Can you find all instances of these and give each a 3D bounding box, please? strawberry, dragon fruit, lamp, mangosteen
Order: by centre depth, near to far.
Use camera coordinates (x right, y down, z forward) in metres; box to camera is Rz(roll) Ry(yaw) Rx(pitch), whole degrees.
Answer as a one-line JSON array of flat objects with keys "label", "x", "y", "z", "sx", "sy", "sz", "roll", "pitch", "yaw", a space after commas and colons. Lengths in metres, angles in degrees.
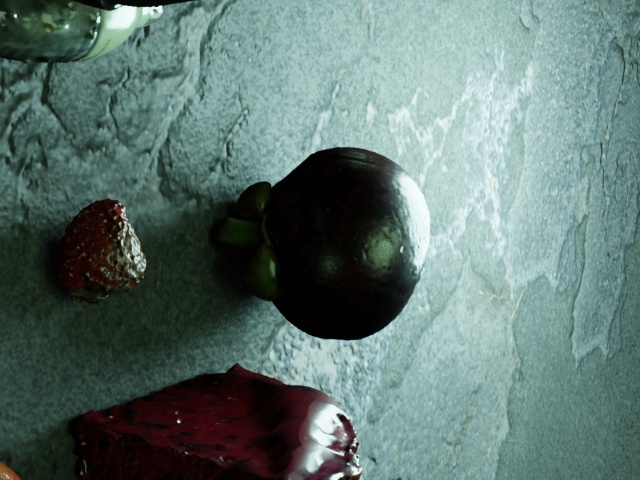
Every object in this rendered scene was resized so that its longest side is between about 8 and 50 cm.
[{"label": "lamp", "x": -0.229, "y": -0.203, "z": 1.075, "sx": 0.250, "sy": 0.101, "sz": 0.101, "roll": -18, "pitch": 106, "yaw": -51}, {"label": "dragon fruit", "x": -0.100, "y": 0.236, "z": 1.137, "sx": 0.240, "sy": 0.330, "sz": 0.302, "roll": 24, "pitch": 73, "yaw": -29}, {"label": "strawberry", "x": -0.200, "y": 0.009, "z": 1.141, "sx": 0.083, "sy": 0.083, "sz": 0.096, "roll": 33, "pitch": 57, "yaw": -49}, {"label": "mangosteen", "x": 0.011, "y": -0.004, "z": 1.340, "sx": 0.216, "sy": 0.216, "sz": 0.216, "roll": -3, "pitch": 93, "yaw": -54}]

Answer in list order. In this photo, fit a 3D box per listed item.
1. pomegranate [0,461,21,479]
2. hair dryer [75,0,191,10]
[{"label": "pomegranate", "x": -0.308, "y": 0.235, "z": 0.897, "sx": 0.235, "sy": 0.210, "sz": 0.210, "roll": 53, "pitch": 51, "yaw": -50}, {"label": "hair dryer", "x": -0.208, "y": -0.230, "z": 0.990, "sx": 0.235, "sy": 0.271, "sz": 0.091, "roll": -42, "pitch": 156, "yaw": -55}]
